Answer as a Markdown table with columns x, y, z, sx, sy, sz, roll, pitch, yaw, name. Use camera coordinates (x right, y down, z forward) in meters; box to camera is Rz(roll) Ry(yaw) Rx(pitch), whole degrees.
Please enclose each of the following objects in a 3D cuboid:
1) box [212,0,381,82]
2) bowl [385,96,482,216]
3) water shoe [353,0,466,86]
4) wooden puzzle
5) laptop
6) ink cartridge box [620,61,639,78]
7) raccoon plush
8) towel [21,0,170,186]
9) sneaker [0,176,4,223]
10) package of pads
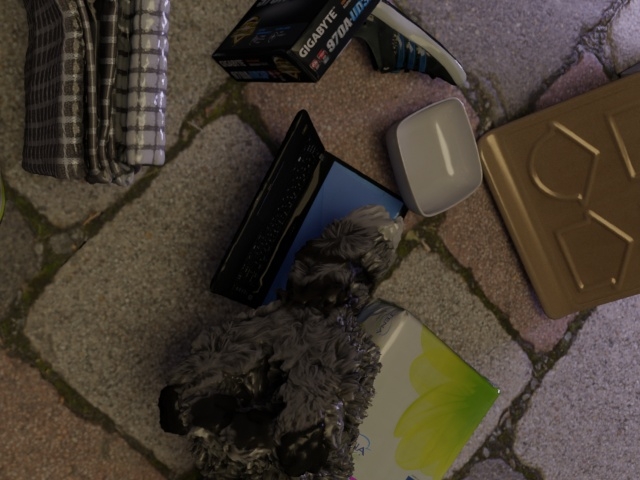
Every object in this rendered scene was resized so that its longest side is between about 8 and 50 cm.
| x | y | z | sx | sy | sz | roll | pitch | yaw | name |
| --- | --- | --- | --- | --- | --- | --- | --- | --- | --- |
| -0.018 | -0.262 | 0.955 | 0.051 | 0.220 | 0.175 | 42 | 79 | -28 | box |
| 0.149 | -0.113 | 1.134 | 0.142 | 0.053 | 0.142 | -28 | 106 | -33 | bowl |
| 0.105 | -0.255 | 1.109 | 0.203 | 0.073 | 0.080 | 32 | 110 | -25 | water shoe |
| 0.442 | -0.077 | 1.209 | 0.348 | 0.080 | 0.322 | -22 | 108 | 18 | wooden puzzle |
| 0.000 | 0.000 | 1.044 | 0.136 | 0.264 | 0.234 | 25 | 84 | 11 | laptop |
| 0.634 | -0.158 | 1.222 | 0.130 | 0.309 | 0.272 | -31 | 109 | -18 | ink cartridge box |
| 0.016 | 0.208 | 0.975 | 0.446 | 0.216 | 0.299 | -41 | 135 | -30 | raccoon plush |
| -0.238 | -0.176 | 0.830 | 0.121 | 0.283 | 0.235 | 1 | 96 | -24 | towel |
| -0.385 | -0.139 | 0.856 | 0.111 | 0.121 | 0.300 | -15 | 103 | -23 | sneaker |
| 0.078 | 0.254 | 1.132 | 0.229 | 0.101 | 0.296 | 42 | 79 | -27 | package of pads |
